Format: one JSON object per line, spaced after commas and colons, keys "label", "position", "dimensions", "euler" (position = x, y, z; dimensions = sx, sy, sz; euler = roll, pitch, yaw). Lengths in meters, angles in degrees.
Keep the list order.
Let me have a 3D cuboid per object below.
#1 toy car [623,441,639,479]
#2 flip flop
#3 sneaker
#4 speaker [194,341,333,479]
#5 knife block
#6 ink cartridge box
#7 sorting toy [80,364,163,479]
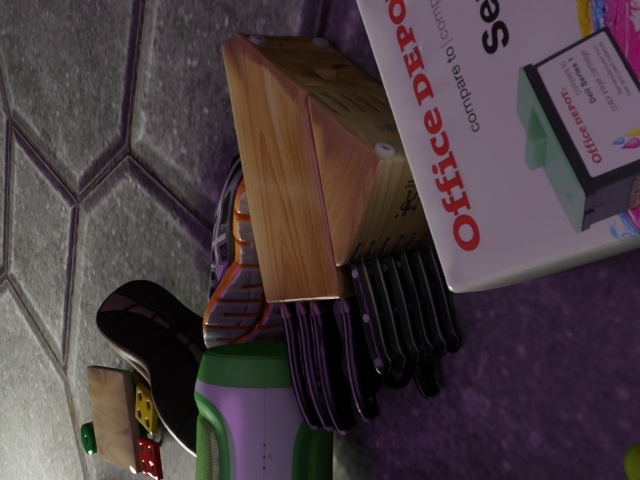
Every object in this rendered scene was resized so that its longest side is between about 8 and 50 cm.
{"label": "toy car", "position": [0.217, 0.149, 0.301], "dimensions": [0.136, 0.159, 0.182], "euler": [-39, 61, 9]}
{"label": "flip flop", "position": [-0.151, 0.140, 0.783], "dimensions": [0.277, 0.112, 0.080], "euler": [32, 151, 38]}
{"label": "sneaker", "position": [-0.067, 0.015, 0.671], "dimensions": [0.083, 0.084, 0.214], "euler": [51, 130, 51]}
{"label": "speaker", "position": [-0.049, 0.242, 0.620], "dimensions": [0.131, 0.131, 0.296], "euler": [-2, 87, 52]}
{"label": "knife block", "position": [0.000, 0.000, 0.566], "dimensions": [0.275, 0.088, 0.242], "euler": [47, 130, 35]}
{"label": "ink cartridge box", "position": [0.159, -0.108, 0.324], "dimensions": [0.278, 0.117, 0.201], "euler": [-28, 75, 51]}
{"label": "sorting toy", "position": [-0.260, 0.235, 0.971], "dimensions": [0.275, 0.046, 0.132], "euler": [-8, 90, 52]}
